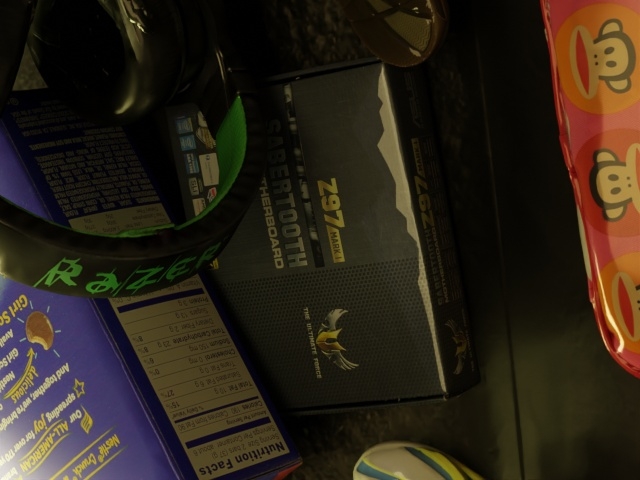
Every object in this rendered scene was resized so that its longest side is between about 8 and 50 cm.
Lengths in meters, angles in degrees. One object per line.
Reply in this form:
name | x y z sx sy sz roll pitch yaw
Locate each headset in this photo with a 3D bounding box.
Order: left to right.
headset | -0.173 -0.153 1.161 0.394 0.243 0.185 62 142 26

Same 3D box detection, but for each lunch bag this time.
lunch bag | 0.273 -0.068 1.051 0.258 0.120 0.293 -8 96 27

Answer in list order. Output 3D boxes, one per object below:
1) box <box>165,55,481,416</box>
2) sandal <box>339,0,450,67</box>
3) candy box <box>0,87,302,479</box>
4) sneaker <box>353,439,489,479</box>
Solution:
box | 0.000 0.000 1.250 0.183 0.059 0.233 -8 95 31
sandal | 0.031 -0.208 1.193 0.219 0.060 0.090 58 136 23
candy box | -0.189 0.091 1.307 0.268 0.122 0.317 -40 71 41
sneaker | 0.094 0.232 1.195 0.240 0.126 0.091 44 117 17
